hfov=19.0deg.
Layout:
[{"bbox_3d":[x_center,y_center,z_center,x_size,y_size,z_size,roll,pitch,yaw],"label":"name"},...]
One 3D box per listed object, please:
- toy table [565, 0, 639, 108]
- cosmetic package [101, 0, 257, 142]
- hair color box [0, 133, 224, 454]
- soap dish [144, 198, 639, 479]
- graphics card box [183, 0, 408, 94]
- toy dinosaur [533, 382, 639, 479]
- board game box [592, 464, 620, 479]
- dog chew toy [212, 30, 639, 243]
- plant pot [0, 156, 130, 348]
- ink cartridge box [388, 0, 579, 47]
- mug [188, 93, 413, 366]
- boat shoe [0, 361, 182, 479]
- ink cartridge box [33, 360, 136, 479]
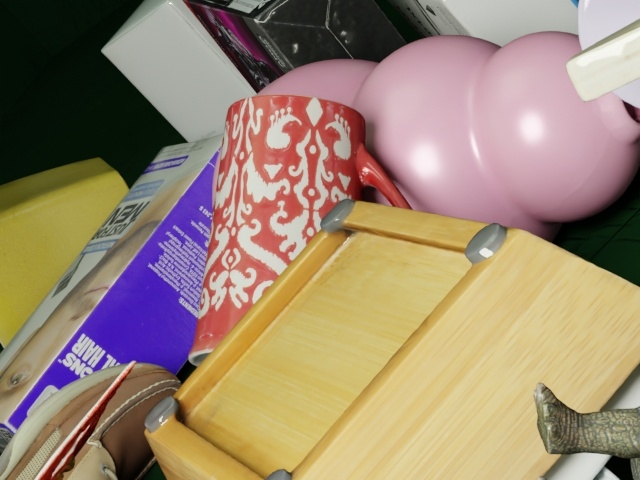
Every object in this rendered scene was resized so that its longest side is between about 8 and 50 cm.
[{"bbox_3d":[0.273,-0.160,1.119,0.274,0.252,0.161,-38,3,19],"label":"toy table"},{"bbox_3d":[-0.073,-0.211,2.048,0.138,0.225,0.224,-25,23,46],"label":"cosmetic package"},{"bbox_3d":[-0.178,0.062,1.773,0.339,0.110,0.185,-55,19,-17],"label":"hair color box"},{"bbox_3d":[0.031,0.086,1.017,0.229,0.118,0.291,-48,18,-10],"label":"soap dish"},{"bbox_3d":[0.008,-0.142,1.670,0.094,0.233,0.371,-40,17,-5],"label":"graphics card box"},{"bbox_3d":[0.179,0.122,0.790,0.160,0.121,0.313,-10,33,-3],"label":"toy dinosaur"},{"bbox_3d":[-0.017,0.232,1.082,0.390,0.050,0.390,-46,16,0],"label":"board game box"},{"bbox_3d":[0.082,-0.050,1.350,0.332,0.206,0.206,-18,28,38],"label":"dog chew toy"},{"bbox_3d":[-0.257,0.029,1.946,0.187,0.212,0.212,-32,15,-8],"label":"plant pot"},{"bbox_3d":[0.147,-0.182,1.593,0.086,0.148,0.203,-45,15,-2],"label":"ink cartridge box"},{"bbox_3d":[-0.005,0.002,1.240,0.113,0.150,0.169,142,133,-70],"label":"mug"},{"bbox_3d":[-0.207,0.221,1.510,0.116,0.123,0.324,21,50,35],"label":"boat shoe"},{"bbox_3d":[-0.201,0.272,1.141,0.385,0.091,0.308,-56,2,-18],"label":"ink cartridge box"}]
